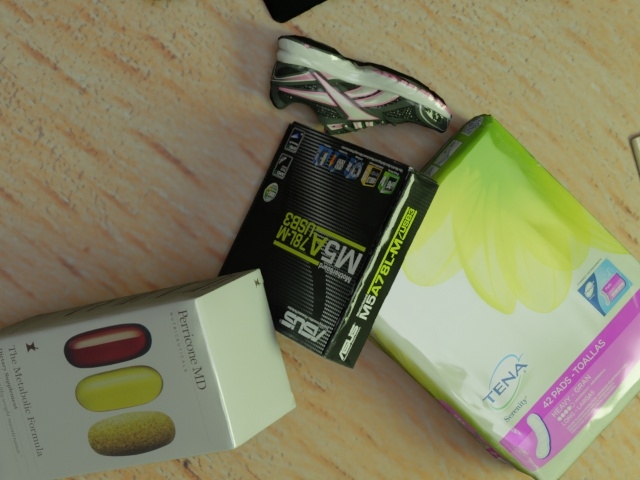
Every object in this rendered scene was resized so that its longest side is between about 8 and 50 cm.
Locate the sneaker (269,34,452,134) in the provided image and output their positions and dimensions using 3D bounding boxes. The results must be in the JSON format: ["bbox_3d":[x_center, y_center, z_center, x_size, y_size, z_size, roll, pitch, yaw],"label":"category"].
[{"bbox_3d":[0.034,-0.131,1.588,0.178,0.072,0.077,21,103,1],"label":"sneaker"}]

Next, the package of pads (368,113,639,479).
[{"bbox_3d":[0.175,0.061,1.590,0.296,0.101,0.229,44,87,-6],"label":"package of pads"}]

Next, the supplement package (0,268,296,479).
[{"bbox_3d":[-0.168,0.121,1.489,0.244,0.134,0.139,-13,95,24],"label":"supplement package"}]

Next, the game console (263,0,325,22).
[{"bbox_3d":[-0.013,-0.286,1.593,0.107,0.071,0.122,-31,98,-34],"label":"game console"}]

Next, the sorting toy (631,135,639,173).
[{"bbox_3d":[0.336,-0.094,1.642,0.062,0.012,0.083,-17,95,-5],"label":"sorting toy"}]

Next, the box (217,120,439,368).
[{"bbox_3d":[0.000,0.000,1.529,0.045,0.190,0.184,28,89,-40],"label":"box"}]
